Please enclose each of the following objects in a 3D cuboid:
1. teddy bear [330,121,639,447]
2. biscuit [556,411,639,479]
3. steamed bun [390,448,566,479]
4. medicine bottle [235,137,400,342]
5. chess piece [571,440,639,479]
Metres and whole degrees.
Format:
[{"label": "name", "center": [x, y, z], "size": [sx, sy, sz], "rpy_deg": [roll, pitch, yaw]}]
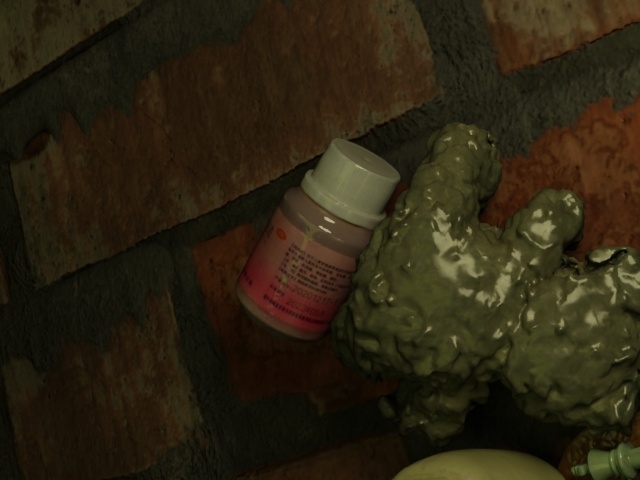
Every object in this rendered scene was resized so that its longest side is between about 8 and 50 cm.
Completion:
[{"label": "teddy bear", "center": [0.204, 0.090, 1.256], "size": [0.367, 0.224, 0.357], "rpy_deg": [30, 105, 15]}, {"label": "biscuit", "center": [0.386, 0.269, 1.194], "size": [0.288, 0.044, 0.202], "rpy_deg": [-32, 70, 29]}, {"label": "steamed bun", "center": [0.152, 0.324, 1.254], "size": [0.250, 0.200, 0.155], "rpy_deg": [-50, 46, 34]}, {"label": "medicine bottle", "center": [0.000, 0.000, 1.404], "size": [0.147, 0.147, 0.247], "rpy_deg": [39, 110, 29]}, {"label": "chess piece", "center": [0.334, 0.233, 1.181], "size": [0.149, 0.059, 0.059], "rpy_deg": [-22, 77, 41]}]
